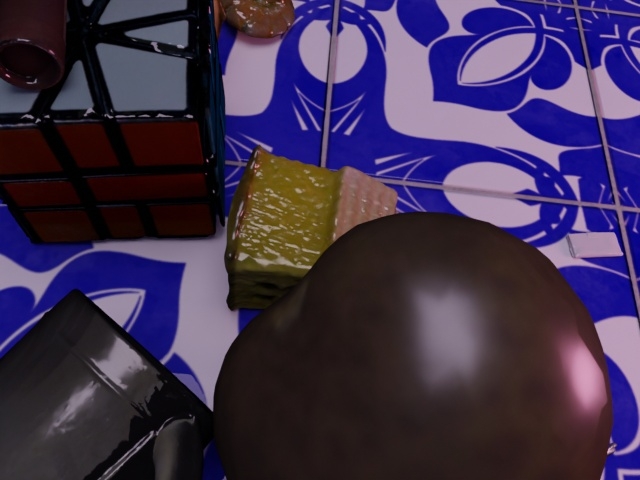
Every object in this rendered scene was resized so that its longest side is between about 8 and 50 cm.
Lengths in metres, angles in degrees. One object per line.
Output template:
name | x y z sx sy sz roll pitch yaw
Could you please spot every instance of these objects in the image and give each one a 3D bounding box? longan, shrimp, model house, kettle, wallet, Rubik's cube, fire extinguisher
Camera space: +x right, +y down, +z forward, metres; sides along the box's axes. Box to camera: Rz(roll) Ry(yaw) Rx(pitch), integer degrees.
longan | 0.089 0.169 0.594 0.405 0.404 0.336 10 30 -1
shrimp | -0.132 -0.485 1.117 0.145 0.061 0.267 -10 59 -22
model house | 0.000 0.000 0.796 0.234 0.174 0.193 8 60 2
kettle | -0.266 0.258 0.582 0.321 0.228 0.324 28 68 40
wallet | 0.437 0.007 0.935 0.083 0.011 0.044 -2 61 -7
Rubik's cube | -0.280 -0.181 0.804 0.294 0.283 0.288 0 60 -7
fire extinguisher | -0.333 -0.271 0.657 0.099 0.071 0.231 -23 60 16

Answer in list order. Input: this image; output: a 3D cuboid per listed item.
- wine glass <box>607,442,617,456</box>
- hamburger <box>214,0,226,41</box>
wine glass | 0.353 0.341 0.685 0.122 0.122 0.182 -15 62 -14
hamburger | -0.305 -0.414 0.946 0.237 0.276 0.276 -22 66 -18
